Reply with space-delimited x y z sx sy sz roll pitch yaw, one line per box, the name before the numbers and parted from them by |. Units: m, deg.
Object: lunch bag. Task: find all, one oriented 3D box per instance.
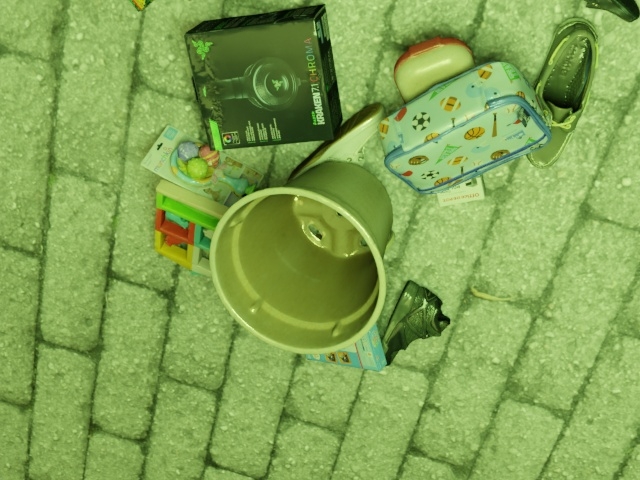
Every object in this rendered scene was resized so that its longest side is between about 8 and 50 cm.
lunch bag | 0.277 -0.199 1.593 0.303 0.115 0.243 -22 151 24

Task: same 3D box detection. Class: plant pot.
plant pot | 0.000 0.000 1.648 0.334 0.305 0.334 8 117 16

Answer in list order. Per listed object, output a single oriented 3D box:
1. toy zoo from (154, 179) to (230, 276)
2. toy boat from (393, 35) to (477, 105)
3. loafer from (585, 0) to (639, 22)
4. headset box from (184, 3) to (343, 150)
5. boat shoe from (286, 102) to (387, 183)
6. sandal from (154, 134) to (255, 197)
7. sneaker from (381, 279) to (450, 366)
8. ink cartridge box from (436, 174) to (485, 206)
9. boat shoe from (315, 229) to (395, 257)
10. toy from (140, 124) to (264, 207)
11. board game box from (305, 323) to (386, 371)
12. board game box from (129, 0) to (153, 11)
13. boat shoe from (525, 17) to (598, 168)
toy zoo | -0.275 -0.003 1.889 0.192 0.030 0.293 23 145 3
toy boat | 0.228 -0.318 1.646 0.151 0.151 0.231 -17 143 14
loafer | 0.512 -0.454 1.573 0.170 0.062 0.061 37 139 -5
headset box | -0.117 -0.324 1.713 0.283 0.131 0.246 -3 115 13
boat shoe | 0.052 -0.177 1.778 0.096 0.098 0.277 44 125 -12
sandal | -0.261 -0.133 1.864 0.254 0.097 0.054 35 144 -7
sneaker | 0.212 0.212 1.942 0.130 0.087 0.227 26 113 5
ink cartridge box | 0.281 -0.147 1.766 0.099 0.056 0.135 -11 113 16
boat shoe | 0.017 0.032 1.876 0.302 0.113 0.103 -28 114 23
toy | -0.242 -0.162 1.812 0.237 0.137 0.056 29 140 -6
board game box | 0.039 0.214 1.959 0.211 0.039 0.160 3 120 37
board game box | -0.398 -0.598 1.688 0.136 0.030 0.259 -34 106 26
boat shoe | 0.459 -0.272 1.648 0.109 0.091 0.305 13 118 4
